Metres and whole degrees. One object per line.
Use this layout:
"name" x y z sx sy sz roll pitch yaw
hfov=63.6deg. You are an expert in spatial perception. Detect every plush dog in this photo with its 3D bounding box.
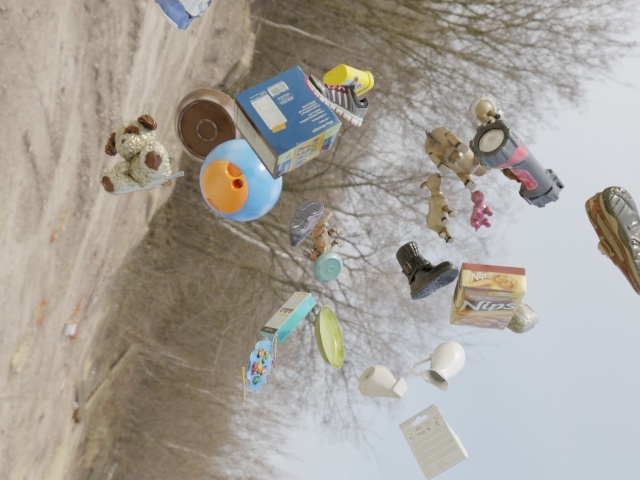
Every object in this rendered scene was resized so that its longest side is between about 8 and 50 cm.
"plush dog" -0.578 -0.284 1.665 0.262 0.226 0.210 -23 174 22

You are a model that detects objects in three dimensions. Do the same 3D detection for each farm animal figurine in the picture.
"farm animal figurine" 0.381 -0.190 1.401 0.330 0.327 0.172 -37 -146 14

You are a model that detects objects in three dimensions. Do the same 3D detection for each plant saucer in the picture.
"plant saucer" -0.445 -0.441 2.052 0.050 0.310 0.311 -69 -176 -64
"plant saucer" 0.031 0.098 1.831 0.021 0.119 0.119 35 -73 58
"plant saucer" 0.030 0.371 1.973 0.241 0.037 0.241 -16 90 -73

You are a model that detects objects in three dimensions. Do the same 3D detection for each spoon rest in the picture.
"spoon rest" 0.229 0.522 1.879 0.137 0.084 0.276 -47 -167 -19

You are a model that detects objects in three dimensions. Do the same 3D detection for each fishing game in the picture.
"fishing game" -0.195 0.422 1.748 0.264 0.041 0.189 -30 126 -68

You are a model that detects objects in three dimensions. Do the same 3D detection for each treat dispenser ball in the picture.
"treat dispenser ball" -0.279 -0.211 1.820 0.288 0.288 0.288 -161 -90 -79

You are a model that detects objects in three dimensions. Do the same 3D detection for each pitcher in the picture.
"pitcher" 0.468 0.486 2.054 0.207 0.177 0.126 -38 129 -43

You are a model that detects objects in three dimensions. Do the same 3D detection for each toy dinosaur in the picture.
"toy dinosaur" 0.000 0.000 2.545 0.200 0.127 0.296 -3 -93 54

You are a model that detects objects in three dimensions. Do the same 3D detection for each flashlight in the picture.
"flashlight" 0.470 -0.169 1.232 0.103 0.304 0.103 23 -95 48

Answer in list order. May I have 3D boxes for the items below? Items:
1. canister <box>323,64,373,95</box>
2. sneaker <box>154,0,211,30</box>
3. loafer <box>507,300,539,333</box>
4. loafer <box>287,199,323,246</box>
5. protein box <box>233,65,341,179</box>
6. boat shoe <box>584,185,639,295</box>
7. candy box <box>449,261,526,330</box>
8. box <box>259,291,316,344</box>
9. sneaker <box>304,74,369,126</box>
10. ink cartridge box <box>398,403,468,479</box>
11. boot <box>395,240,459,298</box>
"canister" 0.107 -0.617 2.001 0.126 0.170 0.073 -19 -100 39
"sneaker" -0.299 -0.664 1.330 0.182 0.127 0.316 -28 -145 22
"loafer" 0.660 0.215 1.908 0.319 0.111 0.112 49 -35 38
"loafer" -0.072 -0.079 2.221 0.302 0.109 0.095 -56 163 -55
"protein box" -0.091 -0.310 1.366 0.199 0.201 0.136 -32 170 -19
"boat shoe" 0.873 0.003 1.492 0.324 0.122 0.120 69 -22 4
"candy box" 0.518 0.182 1.628 0.316 0.182 0.088 77 20 -60
"box" -0.132 0.316 2.133 0.100 0.060 0.244 1 -142 48
"sneaker" 0.043 -0.338 1.188 0.075 0.170 0.063 -53 -160 17
"ink cartridge box" 0.458 0.816 2.101 0.189 0.066 0.232 -35 -123 11
"boot" 0.489 0.107 2.437 0.348 0.131 0.260 -46 -128 53
